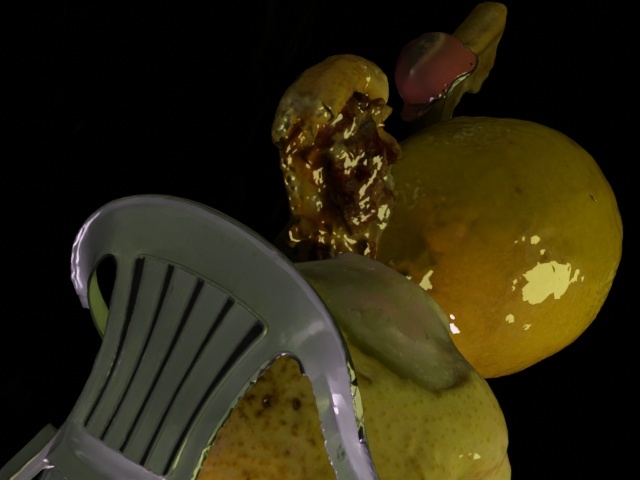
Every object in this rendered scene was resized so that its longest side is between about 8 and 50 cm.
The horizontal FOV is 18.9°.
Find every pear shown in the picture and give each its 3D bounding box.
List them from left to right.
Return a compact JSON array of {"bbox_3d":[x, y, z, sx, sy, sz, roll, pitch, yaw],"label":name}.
[{"bbox_3d":[-0.005,0.148,1.291,0.271,0.271,0.271,-61,166,-26],"label":"pear"}]

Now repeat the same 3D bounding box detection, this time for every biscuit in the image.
[{"bbox_3d":[0.118,-0.127,1.800,0.183,0.039,0.174,-50,158,-51],"label":"biscuit"}]

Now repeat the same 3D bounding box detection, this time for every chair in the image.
[{"bbox_3d":[-0.095,0.138,1.033,0.274,0.203,0.190,-58,154,-14],"label":"chair"}]

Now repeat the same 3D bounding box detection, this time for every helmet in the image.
[{"bbox_3d":[0.086,-0.144,1.614,0.084,0.049,0.065,-42,-156,0],"label":"helmet"}]

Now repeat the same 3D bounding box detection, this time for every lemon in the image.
[{"bbox_3d":[0.136,0.005,1.664,0.263,0.236,0.236,13,104,-33],"label":"lemon"}]

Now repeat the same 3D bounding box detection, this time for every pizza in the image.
[{"bbox_3d":[0.018,-0.035,1.384,0.154,0.069,0.194,-37,126,-69],"label":"pizza"}]

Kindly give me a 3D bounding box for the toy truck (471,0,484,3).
[{"bbox_3d":[0.071,-0.268,1.176,0.257,0.127,0.127,101,3,-47],"label":"toy truck"}]

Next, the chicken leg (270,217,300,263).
[{"bbox_3d":[-0.003,0.000,1.493,0.198,0.069,0.085,-66,146,-36],"label":"chicken leg"}]
